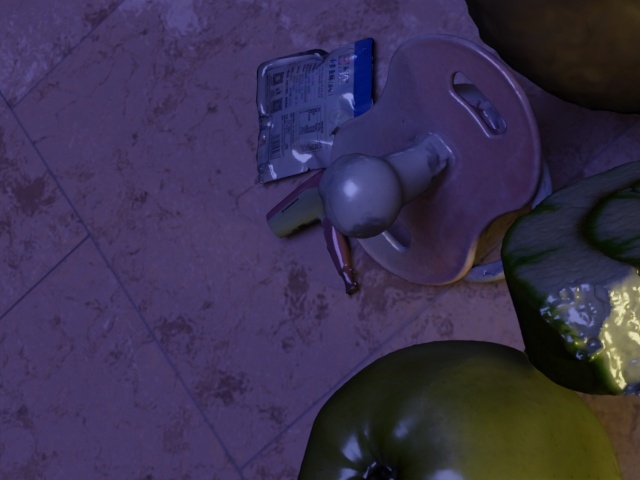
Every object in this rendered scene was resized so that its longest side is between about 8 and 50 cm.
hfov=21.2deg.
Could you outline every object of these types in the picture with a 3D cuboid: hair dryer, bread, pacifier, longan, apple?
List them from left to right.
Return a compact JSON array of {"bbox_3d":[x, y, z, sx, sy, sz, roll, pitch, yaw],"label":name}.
[{"bbox_3d":[0.006,-0.001,2.102,0.106,0.054,0.154,-37,65,19],"label":"hair dryer"},{"bbox_3d":[0.114,-0.081,1.947,0.332,0.273,0.220,-51,36,42],"label":"pacifier"},{"bbox_3d":[0.144,0.270,1.780,0.357,0.357,0.357,-9,70,26],"label":"apple"},{"bbox_3d":[0.331,-0.333,1.833,0.391,0.391,0.391,-9,70,26],"label":"longan"},{"bbox_3d":[0.366,0.019,1.727,0.366,0.129,0.382,7,34,46],"label":"bread"}]

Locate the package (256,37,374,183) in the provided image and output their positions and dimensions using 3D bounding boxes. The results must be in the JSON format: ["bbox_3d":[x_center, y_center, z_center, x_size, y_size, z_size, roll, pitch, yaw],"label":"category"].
[{"bbox_3d":[-0.007,-0.166,2.172,0.173,0.027,0.171,-9,67,25],"label":"package"}]
